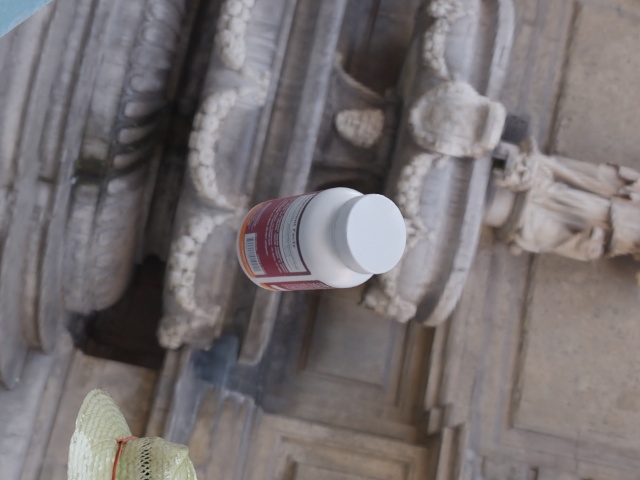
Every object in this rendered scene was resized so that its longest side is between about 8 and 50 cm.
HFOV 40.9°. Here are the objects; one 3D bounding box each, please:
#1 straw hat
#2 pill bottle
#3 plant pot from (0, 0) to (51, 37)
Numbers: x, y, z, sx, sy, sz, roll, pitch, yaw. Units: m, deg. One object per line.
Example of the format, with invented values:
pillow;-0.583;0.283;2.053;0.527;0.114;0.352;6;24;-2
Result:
straw hat;-0.118;0.167;0.593;0.144;0.061;0.144;-12;90;-86
pill bottle;0.000;0.000;0.744;0.152;0.086;0.086;-6;-112;52
plant pot;-0.327;-0.358;0.735;0.248;0.247;0.252;-47;147;-27
